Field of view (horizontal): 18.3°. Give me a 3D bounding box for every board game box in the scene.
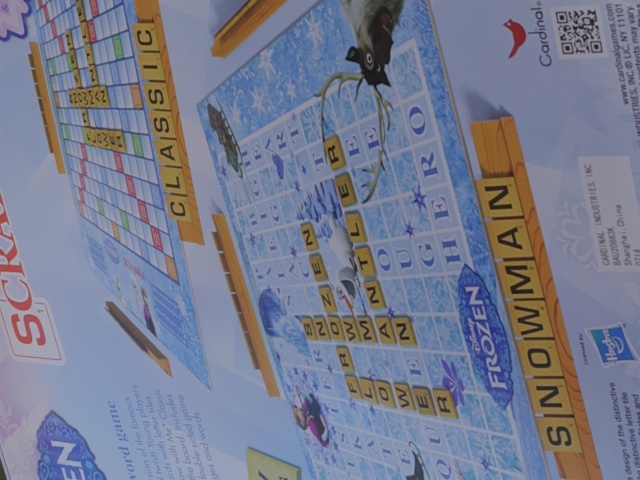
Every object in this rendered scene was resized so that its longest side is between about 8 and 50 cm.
[{"bbox_3d":[0.000,0.000,0.668,0.318,0.318,0.066,2,-155,36],"label":"board game box"}]
